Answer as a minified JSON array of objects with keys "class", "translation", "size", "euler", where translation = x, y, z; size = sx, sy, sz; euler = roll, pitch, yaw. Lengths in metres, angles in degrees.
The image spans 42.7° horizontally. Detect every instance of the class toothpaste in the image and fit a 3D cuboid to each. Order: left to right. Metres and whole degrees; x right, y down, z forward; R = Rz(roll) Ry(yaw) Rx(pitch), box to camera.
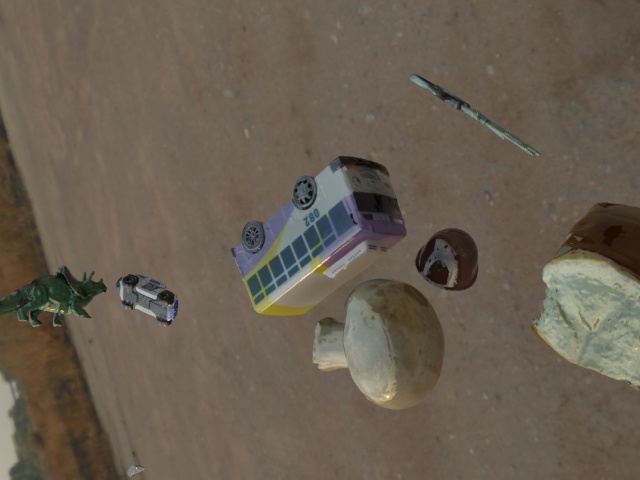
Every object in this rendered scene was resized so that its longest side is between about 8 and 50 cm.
[{"class":"toothpaste","translation":[-0.389,0.482,1.718],"size":[0.083,0.027,0.019],"euler":[-45,28,55]}]

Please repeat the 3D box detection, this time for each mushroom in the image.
[{"class":"mushroom","translation":[0.129,0.241,1.857],"size":[0.290,0.297,0.298],"euler":[-19,86,30]}]

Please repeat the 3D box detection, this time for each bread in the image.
[{"class":"bread","translation":[0.507,0.071,1.342],"size":[0.250,0.279,0.225],"euler":[26,128,23]}]

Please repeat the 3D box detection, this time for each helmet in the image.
[{"class":"helmet","translation":[0.316,0.024,1.940],"size":[0.155,0.175,0.106],"euler":[29,134,15]}]

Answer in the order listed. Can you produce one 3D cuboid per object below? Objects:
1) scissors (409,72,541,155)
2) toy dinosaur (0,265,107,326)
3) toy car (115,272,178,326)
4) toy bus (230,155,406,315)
[{"class":"scissors","translation":[0.415,-0.323,2.146],"size":[0.383,0.256,0.029],"euler":[40,107,24]},{"class":"toy dinosaur","translation":[-0.560,0.135,1.645],"size":[0.079,0.292,0.120],"euler":[-10,104,47]},{"class":"toy car","translation":[-0.410,0.132,1.941],"size":[0.170,0.070,0.080],"euler":[22,125,18]},{"class":"toy bus","translation":[0.000,0.000,2.085],"size":[0.440,0.209,0.249],"euler":[-39,61,32]}]
